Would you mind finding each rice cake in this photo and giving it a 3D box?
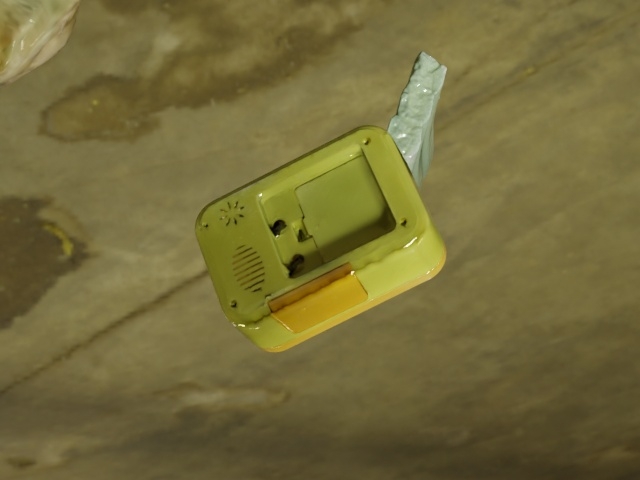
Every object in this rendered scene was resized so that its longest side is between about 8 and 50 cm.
[{"bbox_3d":[0.096,-0.100,1.185,0.043,0.127,0.237,20,160,8],"label":"rice cake"}]

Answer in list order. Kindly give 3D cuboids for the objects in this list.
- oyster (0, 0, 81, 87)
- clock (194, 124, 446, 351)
[{"bbox_3d":[-0.016,-0.169,0.338,0.337,0.198,0.133,-27,-177,-1],"label":"oyster"},{"bbox_3d":[0.000,0.000,1.003,0.202,0.143,0.096,-26,154,7],"label":"clock"}]
